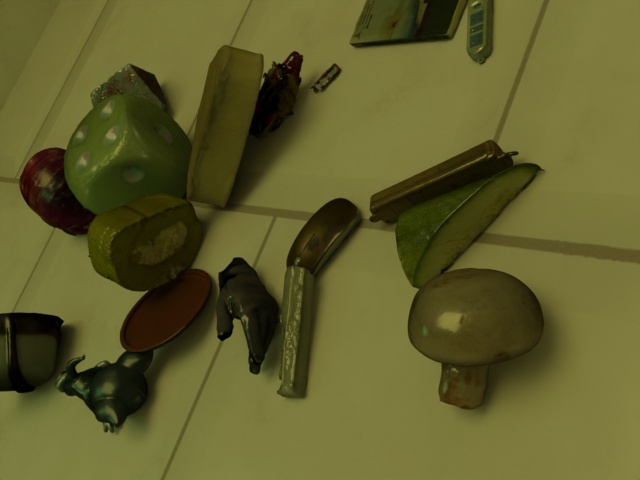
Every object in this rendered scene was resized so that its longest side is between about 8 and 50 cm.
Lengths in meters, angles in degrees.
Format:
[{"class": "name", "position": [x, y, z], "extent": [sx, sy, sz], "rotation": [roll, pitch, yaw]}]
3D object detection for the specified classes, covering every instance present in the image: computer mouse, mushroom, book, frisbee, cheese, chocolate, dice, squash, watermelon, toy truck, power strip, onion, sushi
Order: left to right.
[{"class": "chocolate", "position": [-0.812, 0.304, 1.926], "extent": [0.283, 0.283, 0.186], "rotation": [-17, 72, 35]}, {"class": "onion", "position": [-0.729, -0.145, 2.128], "extent": [0.230, 0.256, 0.273], "rotation": [33, 109, 63]}, {"class": "watermelon", "position": [-0.582, -0.409, 2.185], "extent": [0.212, 0.201, 0.262], "rotation": [-36, 41, 9]}, {"class": "dice", "position": [-0.493, -0.206, 1.929], "extent": [0.249, 0.254, 0.252], "rotation": [-36, 47, 22]}, {"class": "frisbee", "position": [-0.351, 0.159, 1.684], "extent": [0.250, 0.021, 0.251], "rotation": [-25, 31, 17]}, {"class": "cheese", "position": [-0.237, -0.313, 1.793], "extent": [0.384, 0.104, 0.384], "rotation": [-169, 90, -75]}, {"class": "sushi", "position": [-0.105, -0.346, 1.770], "extent": [0.226, 0.097, 0.103], "rotation": [-58, 41, 9]}, {"class": "computer mouse", "position": [-0.001, -0.001, 1.496], "extent": [0.199, 0.045, 0.102], "rotation": [-51, 41, 6]}, {"class": "toy truck", "position": [0.011, -0.382, 1.742], "extent": [0.083, 0.024, 0.032], "rotation": [-45, 20, 10]}, {"class": "book", "position": [0.205, -0.526, 1.650], "extent": [0.289, 0.026, 0.201], "rotation": [9, 73, 45]}, {"class": "power strip", "position": [0.216, -0.105, 1.344], "extent": [0.305, 0.064, 0.044], "rotation": [-24, 46, 31]}, {"class": "squash", "position": [0.251, -0.036, 1.246], "extent": [0.252, 0.093, 0.170], "rotation": [-21, 51, 33]}, {"class": "mushroom", "position": [0.231, 0.139, 1.096], "extent": [0.206, 0.206, 0.209], "rotation": [-21, 74, 33]}, {"class": "power strip", "position": [0.320, -0.436, 1.483], "extent": [0.047, 0.030, 0.191], "rotation": [-14, 56, 36]}]

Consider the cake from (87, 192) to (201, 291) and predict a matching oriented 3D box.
[{"class": "cake", "position": [-0.408, 0.004, 1.744], "extent": [0.260, 0.179, 0.156], "rotation": [-26, 33, -36]}]

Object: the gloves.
[{"class": "gloves", "position": [-0.156, 0.141, 1.493], "extent": [0.119, 0.142, 0.286], "rotation": [-63, 34, 37]}]

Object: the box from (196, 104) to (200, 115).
[{"class": "box", "position": [-0.305, -0.378, 2.037], "extent": [0.054, 0.024, 0.083], "rotation": [5, 68, 43]}]

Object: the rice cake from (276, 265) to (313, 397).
[{"class": "rice cake", "position": [-0.051, 0.170, 1.413], "extent": [0.057, 0.052, 0.256], "rotation": [-19, 59, 48]}]

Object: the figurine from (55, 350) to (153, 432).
[{"class": "figurine", "position": [-0.490, 0.318, 1.686], "extent": [0.265, 0.140, 0.193], "rotation": [16, 57, 24]}]
